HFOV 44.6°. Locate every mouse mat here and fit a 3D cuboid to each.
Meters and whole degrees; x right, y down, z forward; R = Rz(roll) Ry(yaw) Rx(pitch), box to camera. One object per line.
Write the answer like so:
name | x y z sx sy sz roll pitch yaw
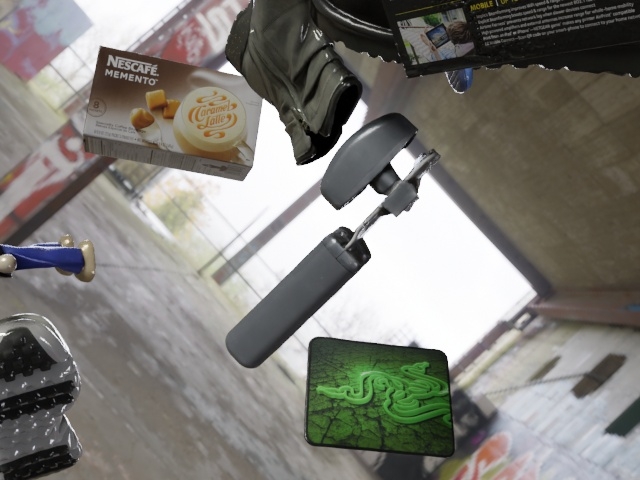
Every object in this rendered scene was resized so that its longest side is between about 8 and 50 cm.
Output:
mouse mat | 0.075 0.195 0.987 0.007 0.190 0.152 106 -11 -51

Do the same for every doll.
doll | -0.291 0.016 0.668 0.129 0.046 0.189 10 7 44

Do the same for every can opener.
can opener | 0.000 0.000 0.751 0.095 0.283 0.076 46 17 4

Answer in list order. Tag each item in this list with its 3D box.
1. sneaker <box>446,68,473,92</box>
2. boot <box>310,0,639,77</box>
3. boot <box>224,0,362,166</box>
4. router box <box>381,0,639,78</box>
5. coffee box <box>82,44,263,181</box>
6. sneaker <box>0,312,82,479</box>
sneaker | 0.185 -0.258 0.986 0.053 0.059 0.144 136 -48 -78
boot | 0.155 -0.270 0.576 0.348 0.131 0.260 7 -51 14
boot | -0.007 -0.192 0.710 0.161 0.083 0.246 55 -29 22
router box | 0.104 -0.160 0.388 0.179 0.046 0.133 1 -56 43
coffee box | -0.218 -0.186 1.171 0.246 0.141 0.098 11 -11 -13
sneaker | -0.302 0.143 0.779 0.292 0.110 0.118 114 -40 -52
